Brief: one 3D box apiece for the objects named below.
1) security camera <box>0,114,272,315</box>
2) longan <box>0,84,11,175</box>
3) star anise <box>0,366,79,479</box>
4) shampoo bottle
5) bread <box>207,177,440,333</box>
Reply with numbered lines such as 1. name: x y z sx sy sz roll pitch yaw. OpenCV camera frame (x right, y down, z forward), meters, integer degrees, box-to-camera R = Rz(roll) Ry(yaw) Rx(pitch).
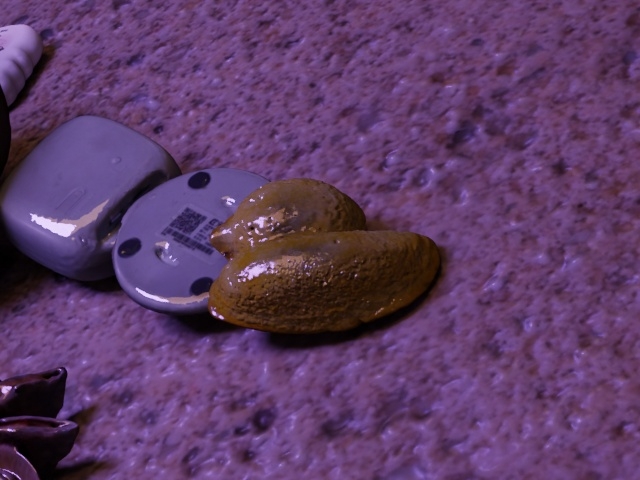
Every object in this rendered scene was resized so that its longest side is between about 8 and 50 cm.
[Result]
1. security camera: -0.147 -0.011 1.695 0.302 0.080 0.157 24 58 36
2. longan: -0.417 -0.082 1.779 0.297 0.297 0.297 -18 37 15
3. star anise: -0.294 0.175 1.553 0.231 0.089 0.209 0 32 25
4. shampoo bottle: -0.341 -0.158 2.021 0.077 0.045 0.152 -7 42 27
5. bread: 0.000 0.000 1.559 0.188 0.065 0.149 -2 48 11
